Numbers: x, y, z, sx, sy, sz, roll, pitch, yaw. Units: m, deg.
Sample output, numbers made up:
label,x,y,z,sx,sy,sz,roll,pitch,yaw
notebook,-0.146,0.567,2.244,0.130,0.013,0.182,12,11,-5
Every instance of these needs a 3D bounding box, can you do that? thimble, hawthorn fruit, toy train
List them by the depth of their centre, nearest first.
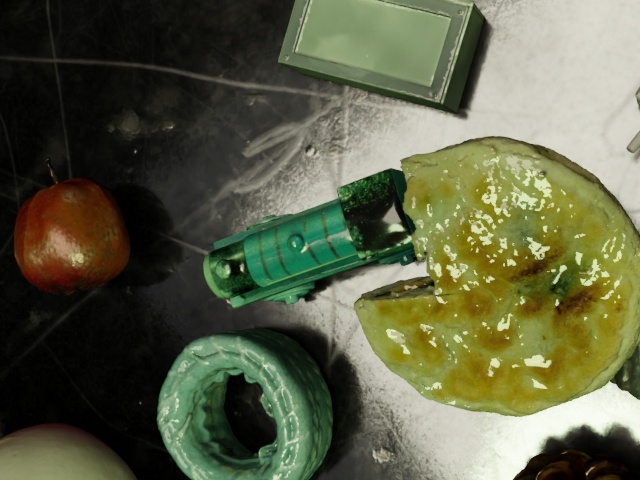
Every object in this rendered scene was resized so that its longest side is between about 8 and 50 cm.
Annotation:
label,x,y,z,sx,sy,sz,roll,pitch,yaw
toy train,0.000,0.000,1.281,0.298,0.194,0.120,-20,84,18
thimble,-0.091,0.229,1.334,0.198,0.143,0.235,-19,82,18
hawthorn fruit,-0.344,-0.022,1.420,0.157,0.157,0.194,-20,76,17

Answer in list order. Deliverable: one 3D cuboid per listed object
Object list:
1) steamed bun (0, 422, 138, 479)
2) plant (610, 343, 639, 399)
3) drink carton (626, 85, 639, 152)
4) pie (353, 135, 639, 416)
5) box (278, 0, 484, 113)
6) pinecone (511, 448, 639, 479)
label,x,y,z,sx,sy,sz,roll,pitch,yaw
steamed bun,-0.363,0.369,1.370,0.309,0.309,0.309,0,89,19
plant,0.413,0.062,1.169,0.164,0.142,0.256,21,99,19
drink carton,0.419,-0.182,1.204,0.084,0.074,0.200,37,101,16
pie,0.200,0.047,1.115,0.338,0.075,0.337,6,116,11
box,0.076,-0.255,1.316,0.225,0.086,0.129,17,94,19
pinecone,0.292,0.347,1.144,0.224,0.272,0.224,0,88,-9
